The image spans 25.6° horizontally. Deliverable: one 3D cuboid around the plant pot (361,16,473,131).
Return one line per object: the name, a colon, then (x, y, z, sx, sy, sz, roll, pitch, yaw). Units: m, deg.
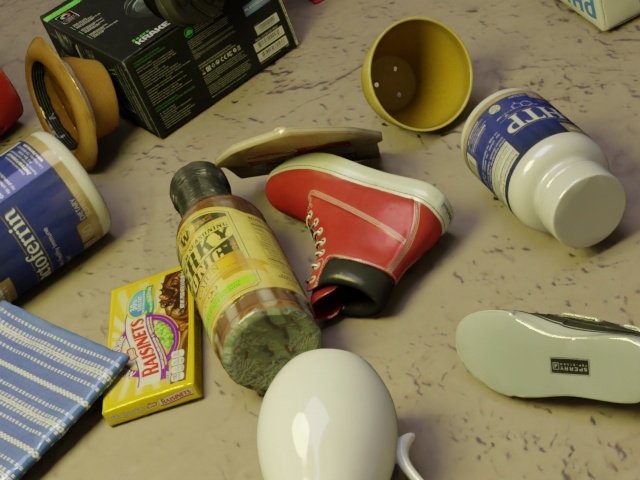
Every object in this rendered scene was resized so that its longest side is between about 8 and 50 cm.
plant pot: (0.101, -0.194, 1.682, 0.134, 0.134, 0.095, -36, 12, -17)

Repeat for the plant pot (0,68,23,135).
plant pot: (-0.542, -0.188, 1.973, 0.191, 0.191, 0.174, 22, 65, 45)

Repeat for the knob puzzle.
knob puzzle: (-0.026, -0.111, 1.584, 0.213, 0.213, 0.030, -10, 82, 18)

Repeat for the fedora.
fedora: (-0.320, -0.188, 1.861, 0.079, 0.194, 0.194, -23, 33, -27)

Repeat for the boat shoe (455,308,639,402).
boat shoe: (0.224, 0.105, 1.273, 0.219, 0.077, 0.070, 9, 12, 41)

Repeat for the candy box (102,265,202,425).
candy box: (-0.180, 0.109, 1.521, 0.105, 0.027, 0.206, -21, 35, 10)

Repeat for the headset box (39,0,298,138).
headset box: (-0.219, -0.295, 1.969, 0.246, 0.131, 0.283, -36, 37, -18)

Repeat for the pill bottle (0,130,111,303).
pill bottle: (-0.395, 0.000, 1.672, 0.265, 0.153, 0.153, -38, 38, -18)

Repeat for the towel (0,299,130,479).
towel: (-0.386, 0.205, 1.482, 0.243, 0.040, 0.336, 17, 54, 44)

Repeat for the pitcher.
pitcher: (0.031, 0.201, 1.224, 0.178, 0.125, 0.207, 2, 49, 0)

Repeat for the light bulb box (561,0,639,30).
light bulb box: (0.327, -0.515, 1.750, 0.225, 0.361, 0.358, -26, 36, -7)

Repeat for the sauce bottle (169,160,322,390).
sauce bottle: (-0.096, 0.024, 1.514, 0.111, 0.111, 0.344, -26, 34, -4)

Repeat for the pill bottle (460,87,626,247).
pill bottle: (0.232, -0.073, 1.450, 0.112, 0.112, 0.186, -28, 36, -6)

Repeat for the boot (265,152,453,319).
boot: (0.000, 0.000, 1.516, 0.244, 0.088, 0.176, 14, 56, 41)

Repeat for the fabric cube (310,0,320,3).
fabric cube: (-0.006, -0.548, 2.066, 0.254, 0.258, 0.259, -34, 37, -13)

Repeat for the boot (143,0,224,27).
boot: (-0.240, -0.397, 1.878, 0.260, 0.131, 0.348, -16, 51, 31)
